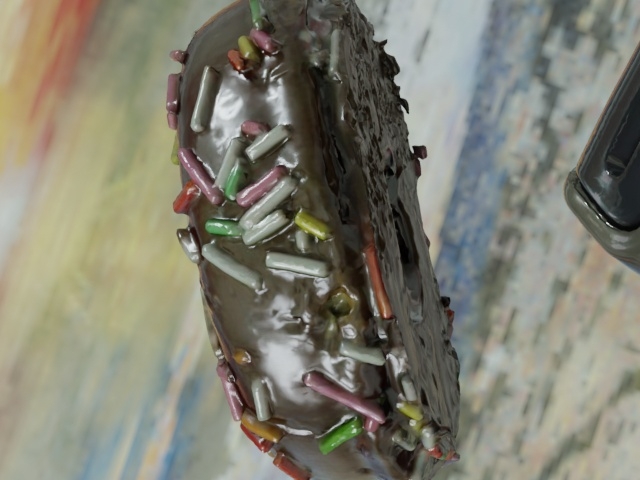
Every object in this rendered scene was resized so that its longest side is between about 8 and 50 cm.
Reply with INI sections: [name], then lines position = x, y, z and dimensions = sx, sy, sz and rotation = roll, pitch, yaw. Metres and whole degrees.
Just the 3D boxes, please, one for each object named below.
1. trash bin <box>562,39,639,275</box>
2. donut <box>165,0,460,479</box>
[trash bin]
position = 0.295, -0.031, 1.022
dimensions = 0.209, 0.290, 0.182
rotation = -65, -7, 25
[donut]
position = 0.000, 0.000, 0.934
dimensions = 0.269, 0.103, 0.270
rotation = -12, -90, -80
